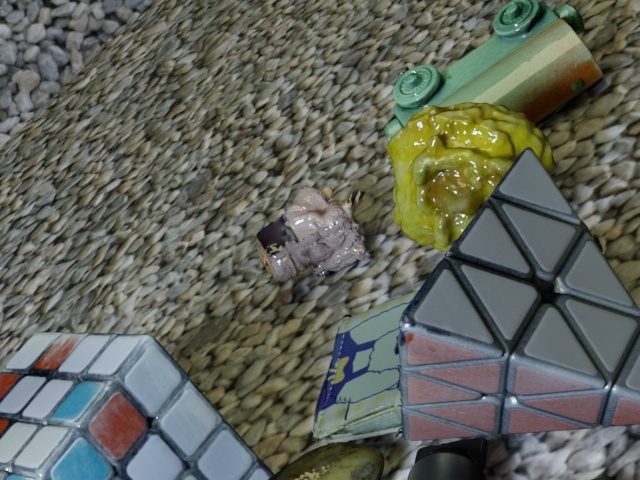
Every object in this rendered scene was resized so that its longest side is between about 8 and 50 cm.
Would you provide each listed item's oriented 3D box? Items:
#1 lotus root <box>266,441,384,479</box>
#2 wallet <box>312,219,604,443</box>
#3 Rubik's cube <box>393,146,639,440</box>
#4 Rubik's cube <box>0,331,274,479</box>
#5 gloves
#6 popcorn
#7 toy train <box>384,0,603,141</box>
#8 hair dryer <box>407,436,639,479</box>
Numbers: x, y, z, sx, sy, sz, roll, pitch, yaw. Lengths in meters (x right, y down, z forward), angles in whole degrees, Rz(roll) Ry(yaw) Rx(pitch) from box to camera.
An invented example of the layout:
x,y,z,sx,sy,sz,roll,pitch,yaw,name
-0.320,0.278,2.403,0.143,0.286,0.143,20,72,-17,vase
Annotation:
x,y,z,sx,sy,sz,roll,pitch,yaw,name
-0.015,0.260,1.778,0.179,0.080,0.089,-40,26,-9,lotus root
0.139,0.103,1.854,0.309,0.077,0.223,-24,28,29,wallet
0.170,0.084,1.636,0.233,0.228,0.229,-27,23,-9,Rubik's cube
-0.236,0.265,1.842,0.256,0.259,0.253,-1,45,52,Rubik's cube
-0.006,-0.003,2.196,0.144,0.094,0.110,-13,38,4,gloves
0.163,-0.062,1.991,0.197,0.197,0.156,-15,34,37,popcorn
0.217,-0.182,2.217,0.285,0.116,0.177,-34,38,4,toy train
0.189,0.230,1.610,0.248,0.078,0.196,-14,32,21,hair dryer
